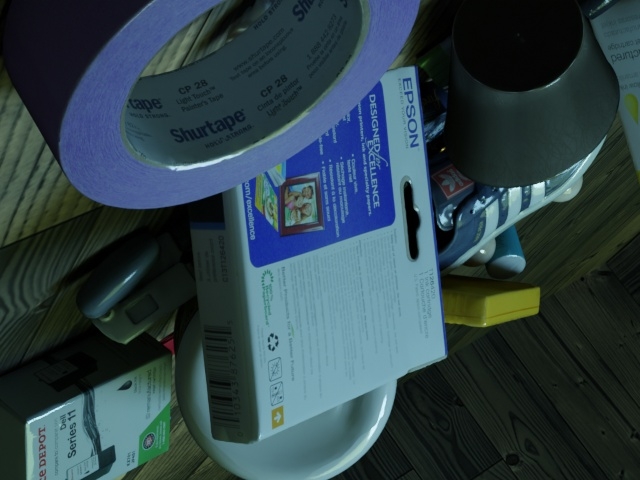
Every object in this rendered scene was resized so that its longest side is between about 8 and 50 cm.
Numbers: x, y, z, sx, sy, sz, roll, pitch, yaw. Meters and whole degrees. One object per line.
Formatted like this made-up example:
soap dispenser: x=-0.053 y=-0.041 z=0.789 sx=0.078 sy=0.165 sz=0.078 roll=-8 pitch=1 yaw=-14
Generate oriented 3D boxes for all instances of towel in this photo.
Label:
towel: x=0.173 y=-0.226 z=1.575 sx=0.152 sy=0.023 sz=0.113 roll=-36 pitch=165 yaw=8

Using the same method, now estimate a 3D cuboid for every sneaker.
sneaker: x=0.188 y=-0.078 z=1.708 sx=0.350 sy=0.131 sz=0.148 roll=-47 pitch=154 yaw=21

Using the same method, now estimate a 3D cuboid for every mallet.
mallet: x=0.284 y=-0.281 z=1.636 sx=0.062 sy=0.039 sz=0.189 roll=-41 pitch=162 yaw=29

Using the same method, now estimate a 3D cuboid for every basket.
basket: x=0.208 y=-0.168 z=1.507 sx=0.204 sy=0.154 sz=0.227 roll=-31 pitch=160 yaw=2

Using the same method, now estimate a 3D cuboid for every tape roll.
tape roll: x=-0.070 y=-0.141 z=0.992 sx=0.275 sy=0.090 sz=0.275 roll=-28 pitch=156 yaw=-14

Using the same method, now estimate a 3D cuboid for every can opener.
can opener: x=-0.119 y=0.000 z=1.493 sx=0.283 sy=0.076 sz=0.095 roll=-35 pitch=168 yaw=-7

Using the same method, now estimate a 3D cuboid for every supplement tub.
supplement tub: x=-0.048 y=0.122 z=1.615 sx=0.228 sy=0.228 sz=0.316 roll=-36 pitch=-171 yaw=-1

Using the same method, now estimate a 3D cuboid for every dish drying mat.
dish drying mat: x=-0.195 y=0.137 z=1.929 sx=0.032 sy=0.008 sz=0.083 roll=-34 pitch=168 yaw=-7

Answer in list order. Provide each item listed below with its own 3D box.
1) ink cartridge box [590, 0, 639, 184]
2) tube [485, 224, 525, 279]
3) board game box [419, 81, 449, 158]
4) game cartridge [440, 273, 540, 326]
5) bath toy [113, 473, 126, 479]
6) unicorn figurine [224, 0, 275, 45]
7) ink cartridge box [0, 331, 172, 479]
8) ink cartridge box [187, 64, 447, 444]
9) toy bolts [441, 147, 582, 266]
ink cartridge box: x=0.522 y=-0.141 z=1.772 sx=0.160 sy=0.385 sz=0.279 roll=-26 pitch=-168 yaw=-38
tube: x=0.229 y=-0.043 z=2.006 sx=0.052 sy=0.207 sz=0.080 roll=20 pitch=133 yaw=-35
board game box: x=0.076 y=-0.095 z=1.725 sx=0.165 sy=0.042 sz=0.243 roll=-21 pitch=160 yaw=-47
game cartridge: x=0.100 y=0.069 z=1.900 sx=0.323 sy=0.053 sz=0.285 roll=7 pitch=-176 yaw=23
bath toy: x=-0.355 y=0.285 z=1.811 sx=0.348 sy=0.129 sz=0.151 roll=-33 pitch=122 yaw=-20
unicorn figurine: x=-0.027 y=-0.182 z=1.152 sx=0.111 sy=0.060 sz=0.162 roll=-27 pitch=149 yaw=-19
ink cartridge box: x=-0.273 y=0.202 z=1.658 sx=0.208 sy=0.087 sz=0.153 roll=-25 pitch=133 yaw=-39
ink cartridge box: x=0.000 y=0.000 z=1.367 sx=0.072 sy=0.304 sz=0.307 roll=-1 pitch=-171 yaw=34
toy bolts: x=0.207 y=-0.073 z=1.879 sx=0.228 sy=0.158 sz=0.218 roll=-43 pitch=165 yaw=26
